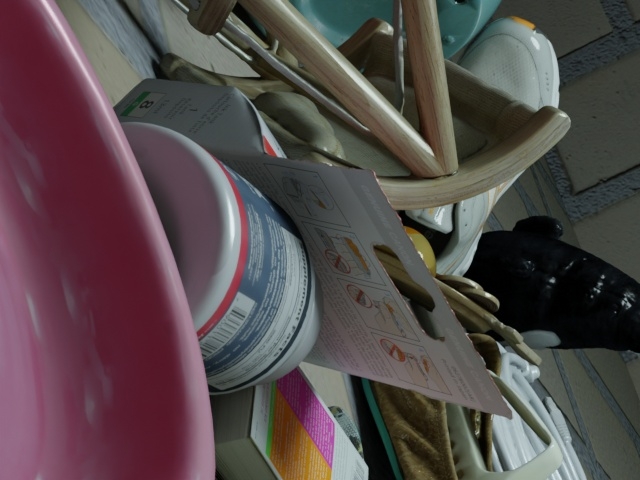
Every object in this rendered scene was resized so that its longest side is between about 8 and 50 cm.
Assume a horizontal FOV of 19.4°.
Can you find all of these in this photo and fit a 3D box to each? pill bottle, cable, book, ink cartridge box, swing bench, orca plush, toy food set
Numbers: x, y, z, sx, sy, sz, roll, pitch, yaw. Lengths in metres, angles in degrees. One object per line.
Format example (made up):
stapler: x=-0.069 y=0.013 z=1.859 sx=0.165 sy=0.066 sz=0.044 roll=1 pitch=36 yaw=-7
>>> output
pill bottle: x=-0.063 y=0.017 z=0.892 sx=0.108 sy=0.108 sz=0.180 roll=69 pitch=11 yaw=18
cable: x=0.149 y=0.196 z=1.491 sx=0.257 sy=0.089 sz=0.257 roll=44 pitch=24 yaw=-56
book: x=-0.015 y=0.118 z=1.025 sx=0.144 sy=0.035 sz=0.096 roll=58 pitch=28 yaw=-36
ink cartridge box: x=0.000 y=0.000 z=1.012 sx=0.056 sy=0.224 sz=0.181 roll=-51 pitch=127 yaw=-26
swing bench: x=-0.018 y=-0.150 z=1.110 sx=0.255 sy=0.165 sz=0.253 roll=62 pitch=-12 yaw=-28
orca plush: x=0.186 y=0.055 z=1.618 sx=0.287 sy=0.151 sz=0.102 roll=34 pitch=1 yaw=33
toy food set: x=0.084 y=0.027 z=1.403 sx=0.192 sy=0.038 sz=0.132 roll=28 pitch=-6 yaw=24

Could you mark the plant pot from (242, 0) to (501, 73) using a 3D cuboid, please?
plant pot: x=0.040 y=-0.276 z=1.550 sx=0.293 sy=0.293 sz=0.235 roll=52 pitch=32 yaw=-46

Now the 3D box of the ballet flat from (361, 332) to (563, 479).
ballet flat: x=0.108 y=0.178 z=1.261 sx=0.116 sy=0.124 sz=0.342 roll=58 pitch=14 yaw=-33

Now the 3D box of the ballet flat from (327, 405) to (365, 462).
ballet flat: x=0.008 y=0.142 z=1.122 sx=0.041 sy=0.041 sz=0.114 roll=51 pitch=17 yaw=-48

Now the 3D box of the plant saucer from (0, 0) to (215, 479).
plant saucer: x=-0.149 y=-0.016 z=0.652 sx=0.332 sy=0.084 sz=0.332 roll=59 pitch=14 yaw=-24

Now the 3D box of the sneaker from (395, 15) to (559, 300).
sneaker: x=0.117 y=-0.057 z=1.547 sx=0.099 sy=0.262 sz=0.121 roll=25 pitch=18 yaw=10
